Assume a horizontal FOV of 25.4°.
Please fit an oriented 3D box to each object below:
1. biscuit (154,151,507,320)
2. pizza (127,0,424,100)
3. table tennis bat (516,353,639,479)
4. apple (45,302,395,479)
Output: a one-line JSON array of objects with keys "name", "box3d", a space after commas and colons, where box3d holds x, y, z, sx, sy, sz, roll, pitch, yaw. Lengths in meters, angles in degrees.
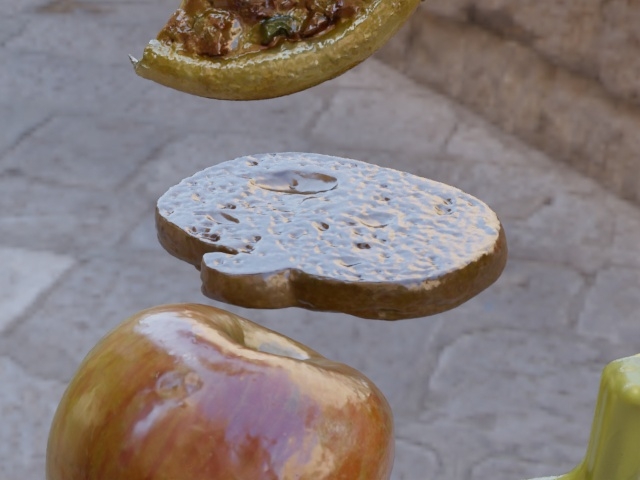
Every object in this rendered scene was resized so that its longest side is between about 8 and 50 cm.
[{"name": "biscuit", "box3d": [0.000, 0.001, 1.460, 0.367, 0.063, 0.314, 18, 33, 31]}, {"name": "pizza", "box3d": [-0.041, -0.227, 1.270, 0.292, 0.197, 0.058, -13, -9, 7]}, {"name": "table tennis bat", "box3d": [0.217, 0.232, 1.141, 0.224, 0.369, 0.054, 13, 40, 2]}, {"name": "apple", "box3d": [-0.097, 0.202, 1.230, 0.301, 0.302, 0.301, 2, 23, -1]}]
